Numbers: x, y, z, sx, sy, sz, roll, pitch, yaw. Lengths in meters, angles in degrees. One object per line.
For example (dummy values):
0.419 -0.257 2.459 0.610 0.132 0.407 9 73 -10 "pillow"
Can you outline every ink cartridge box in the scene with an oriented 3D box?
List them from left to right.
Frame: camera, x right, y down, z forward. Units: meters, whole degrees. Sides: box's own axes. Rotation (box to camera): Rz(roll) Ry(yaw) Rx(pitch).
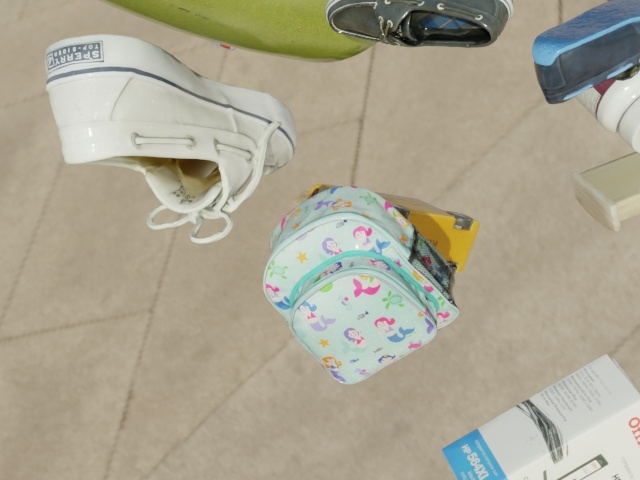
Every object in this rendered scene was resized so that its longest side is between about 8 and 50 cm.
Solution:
0.251 0.235 1.143 0.203 0.148 0.086 -31 31 3 "ink cartridge box"

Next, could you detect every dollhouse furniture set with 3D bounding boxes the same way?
0.554 0.034 1.719 0.198 0.303 0.286 -21 28 -5 "dollhouse furniture set"

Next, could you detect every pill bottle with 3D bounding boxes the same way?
0.454 -0.241 1.698 0.121 0.121 0.221 -34 54 1 "pill bottle"

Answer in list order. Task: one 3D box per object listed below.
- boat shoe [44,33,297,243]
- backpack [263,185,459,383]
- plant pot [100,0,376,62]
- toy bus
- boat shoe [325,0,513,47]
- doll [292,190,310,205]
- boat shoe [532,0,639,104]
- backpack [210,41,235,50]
-0.122 -0.071 1.046 0.136 0.367 0.156 -7 81 20 "boat shoe"
0.045 0.060 1.559 0.225 0.253 0.191 -32 20 23 "backpack"
-0.098 -0.278 0.888 0.275 0.274 0.294 14 17 41 "plant pot"
0.128 -0.018 1.923 0.130 0.333 0.108 27 105 43 "toy bus"
0.064 -0.157 0.779 0.142 0.049 0.040 3 52 28 "boat shoe"
0.000 0.000 2.004 0.129 0.189 0.046 11 41 35 "doll"
0.358 -0.239 1.366 0.258 0.089 0.109 -20 30 -21 "boat shoe"
-0.151 -0.395 1.437 0.213 0.263 0.276 -50 22 18 "backpack"
